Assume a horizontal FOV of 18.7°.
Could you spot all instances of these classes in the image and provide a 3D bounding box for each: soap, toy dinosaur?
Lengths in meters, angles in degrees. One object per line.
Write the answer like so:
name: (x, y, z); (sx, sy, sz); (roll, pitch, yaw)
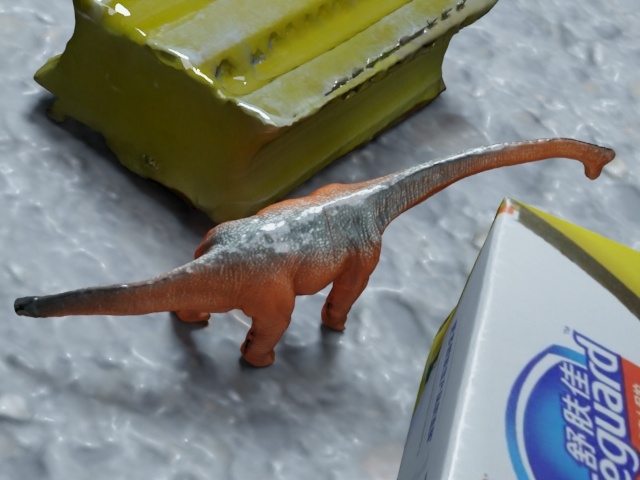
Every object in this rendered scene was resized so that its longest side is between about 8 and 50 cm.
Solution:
soap: (-0.022, -0.104, 0.991); (0.135, 0.076, 0.233); (37, 40, 14)
toy dinosaur: (0.003, 0.005, 0.866); (0.279, 0.101, 0.055); (-18, 66, -27)

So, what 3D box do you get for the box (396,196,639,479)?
box: (0.114, 0.121, 0.798); (0.168, 0.097, 0.265); (24, 39, -3)
